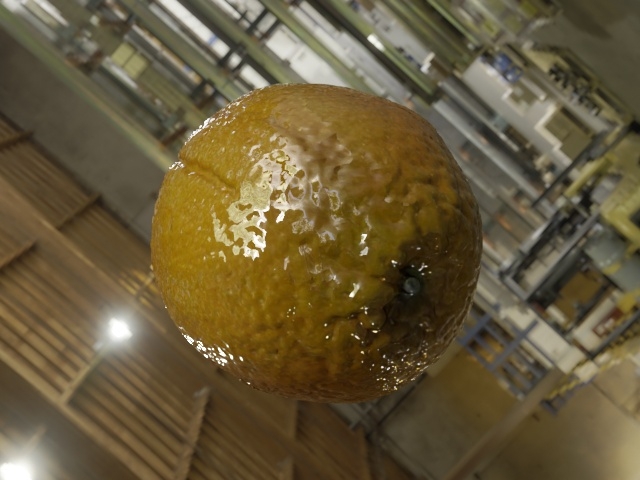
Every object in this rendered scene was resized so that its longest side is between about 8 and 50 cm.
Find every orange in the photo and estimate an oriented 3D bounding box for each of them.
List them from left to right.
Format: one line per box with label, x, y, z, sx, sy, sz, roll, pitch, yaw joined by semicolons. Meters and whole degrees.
orange;0.000;0.000;0.998;0.322;0.322;0.357;38;172;-28
